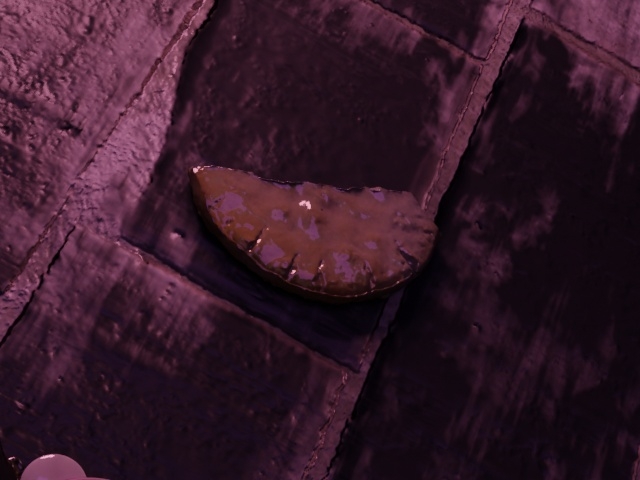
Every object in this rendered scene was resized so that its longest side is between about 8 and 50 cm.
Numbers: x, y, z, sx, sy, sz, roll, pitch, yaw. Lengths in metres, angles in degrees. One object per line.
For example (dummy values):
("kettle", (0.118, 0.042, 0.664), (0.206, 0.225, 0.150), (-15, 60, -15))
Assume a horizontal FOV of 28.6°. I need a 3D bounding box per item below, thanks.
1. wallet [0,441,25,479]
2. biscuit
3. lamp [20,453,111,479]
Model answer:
("wallet", (-0.383, 0.200, 1.072), (0.250, 0.044, 0.149), (-13, 67, -26))
("biscuit", (0.000, -0.001, 1.324), (0.289, 0.038, 0.141), (9, 63, -18))
("lamp", (-0.182, 0.307, 1.058), (0.246, 0.108, 0.179), (38, 62, -2))
